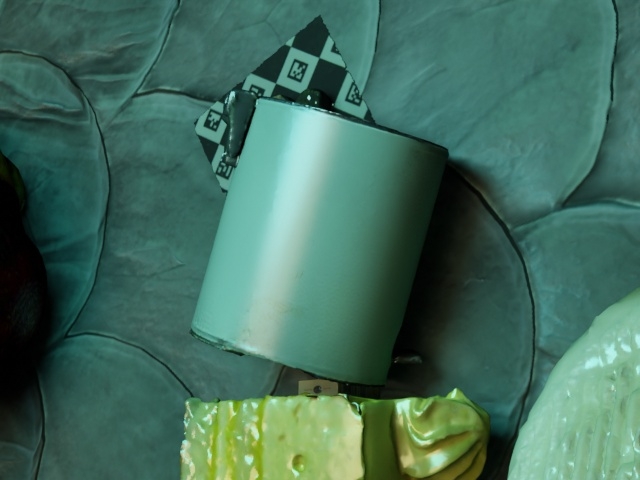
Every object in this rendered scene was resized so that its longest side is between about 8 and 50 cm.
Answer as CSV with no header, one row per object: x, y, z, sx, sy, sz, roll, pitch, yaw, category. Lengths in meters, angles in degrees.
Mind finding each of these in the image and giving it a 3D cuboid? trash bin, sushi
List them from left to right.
-0.049,-0.118,1.803,0.219,0.047,0.231,-37,61,23,sushi
0.000,0.000,1.634,0.277,0.217,0.263,16,92,-4,trash bin

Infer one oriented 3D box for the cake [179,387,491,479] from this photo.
0.029,0.265,1.560,0.286,0.222,0.228,-6,78,33,cake

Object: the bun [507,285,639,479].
0.340,0.190,1.339,0.359,0.211,0.360,-38,27,24,bun

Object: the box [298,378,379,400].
0.021,0.165,1.672,0.053,0.083,0.024,-8,77,33,box

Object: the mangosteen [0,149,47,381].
-0.537,0.024,1.927,0.381,0.381,0.421,-41,49,21,mangosteen
